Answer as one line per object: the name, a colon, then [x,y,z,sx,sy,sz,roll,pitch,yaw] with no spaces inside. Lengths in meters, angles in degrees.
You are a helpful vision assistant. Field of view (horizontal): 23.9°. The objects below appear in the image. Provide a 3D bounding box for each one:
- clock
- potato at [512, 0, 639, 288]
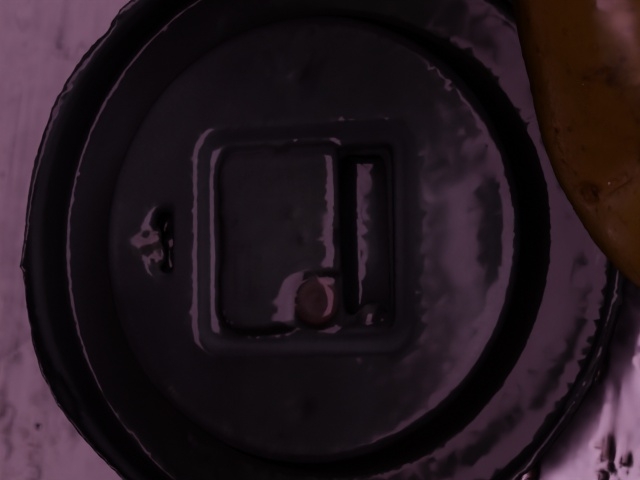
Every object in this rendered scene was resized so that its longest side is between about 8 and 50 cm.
clock: [0.000,0.000,0.783,0.325,0.067,0.325,-2,85,21]
potato: [0.159,-0.154,0.661,0.177,0.195,0.369,-6,81,12]
